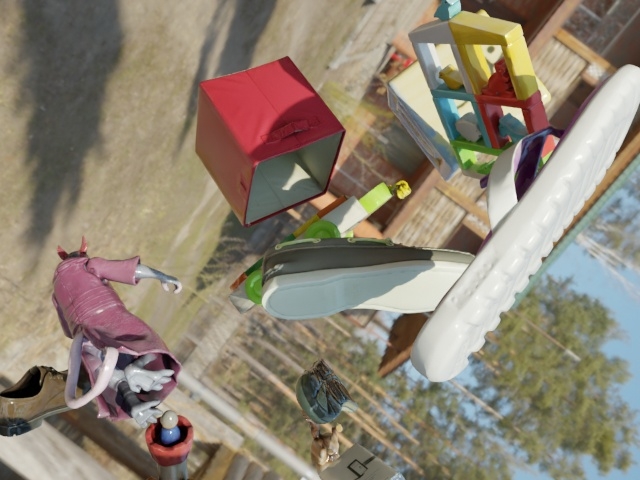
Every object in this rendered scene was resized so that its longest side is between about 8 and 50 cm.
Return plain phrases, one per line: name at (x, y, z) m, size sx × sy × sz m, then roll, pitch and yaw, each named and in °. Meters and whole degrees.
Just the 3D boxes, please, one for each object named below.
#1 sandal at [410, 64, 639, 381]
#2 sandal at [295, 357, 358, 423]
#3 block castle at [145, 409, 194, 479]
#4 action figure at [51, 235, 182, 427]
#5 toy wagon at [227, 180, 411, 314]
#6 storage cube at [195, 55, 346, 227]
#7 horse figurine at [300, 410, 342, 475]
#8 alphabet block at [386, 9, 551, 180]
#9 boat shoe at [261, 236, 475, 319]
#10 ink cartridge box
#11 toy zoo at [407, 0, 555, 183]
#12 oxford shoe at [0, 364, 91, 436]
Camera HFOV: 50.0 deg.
sandal at (0.208, -0.042, 0.729) m, size 0.416 × 0.102 × 0.169 m, roll -51°, pitch 156°, yaw -14°
sandal at (-0.007, 0.289, 1.274) m, size 0.086 × 0.120 × 0.303 m, roll -38°, pitch 164°, yaw 6°
block castle at (-0.318, 0.479, 1.051) m, size 0.453 × 0.303 × 0.213 m, roll -25°, pitch 131°, yaw -40°
action figure at (-0.393, 0.143, 1.178) m, size 0.248 × 0.370 × 0.275 m, roll -45°, pitch 155°, yaw 17°
toy wagon at (0.000, 0.000, 1.160) m, size 0.344 × 0.068 × 0.267 m, roll -39°, pitch 177°, yaw 7°
storage cube at (-0.097, -0.173, 1.212) m, size 0.183 × 0.193 × 0.215 m, roll -25°, pitch 157°, yaw -25°
horse figurine at (0.025, 0.465, 1.393) m, size 0.066 × 0.263 × 0.174 m, roll -16°, pitch 165°, yaw -20°
alphabet block at (0.247, -0.241, 1.189) m, size 0.197 × 0.192 × 0.193 m, roll -36°, pitch 178°, yaw 5°
boat shoe at (0.072, 0.039, 0.923) m, size 0.109 × 0.305 × 0.091 m, roll 91°, pitch -7°, yaw -48°
ink cartridge box at (0.091, 0.393, 0.991) m, size 0.086 × 0.148 × 0.203 m, roll -37°, pitch -177°, yaw -14°
toy zoo at (0.222, -0.198, 0.941) m, size 0.030 × 0.293 × 0.192 m, roll -38°, pitch -148°, yaw -16°
oxford shoe at (-0.498, 0.271, 1.283) m, size 0.227 × 0.082 × 0.096 m, roll -30°, pitch 129°, yaw -57°
